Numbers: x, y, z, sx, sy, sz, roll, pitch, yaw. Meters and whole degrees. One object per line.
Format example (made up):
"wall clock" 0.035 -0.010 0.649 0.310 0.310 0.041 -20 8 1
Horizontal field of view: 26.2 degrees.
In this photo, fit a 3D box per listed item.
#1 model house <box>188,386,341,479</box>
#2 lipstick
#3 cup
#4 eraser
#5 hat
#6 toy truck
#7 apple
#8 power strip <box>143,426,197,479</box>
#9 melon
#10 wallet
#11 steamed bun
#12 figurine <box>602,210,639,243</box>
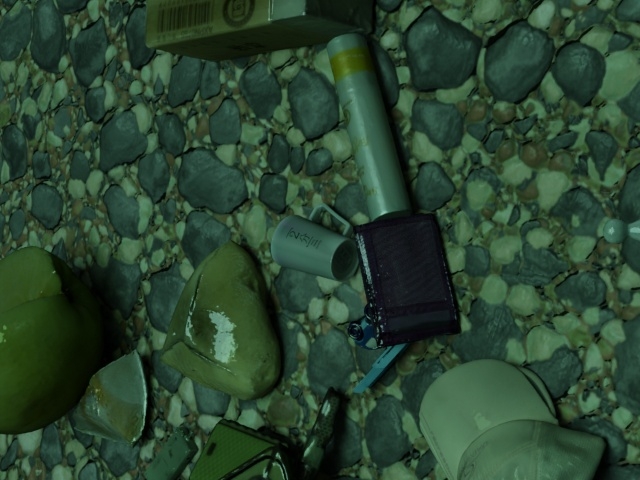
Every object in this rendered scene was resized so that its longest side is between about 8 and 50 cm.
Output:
"model house" -0.094 0.310 1.891 0.218 0.205 0.279 20 82 7
"lipstick" 0.065 -0.149 1.843 0.059 0.059 0.264 -29 67 40
"cup" 0.000 0.000 1.899 0.116 0.074 0.104 18 71 40
"eraser" -0.093 -0.317 1.952 0.343 0.144 0.078 -1 85 45
"hat" 0.198 0.258 1.633 0.226 0.164 0.219 43 117 13
"toy truck" 0.070 0.135 1.822 0.074 0.063 0.136 47 123 12
"apple" -0.471 0.174 2.217 0.258 0.233 0.295 -36 21 15
"power strip" -0.229 0.339 2.128 0.136 0.019 0.051 -54 52 28
"melon" -0.334 0.275 2.191 0.139 0.093 0.202 55 129 23
"wallet" 0.109 0.049 1.765 0.111 0.030 0.166 -12 77 0
"steamed bun" -0.149 0.136 2.003 0.212 0.110 0.231 40 117 38
"figurine" 0.473 -0.013 1.361 0.370 0.167 0.281 0 91 36
